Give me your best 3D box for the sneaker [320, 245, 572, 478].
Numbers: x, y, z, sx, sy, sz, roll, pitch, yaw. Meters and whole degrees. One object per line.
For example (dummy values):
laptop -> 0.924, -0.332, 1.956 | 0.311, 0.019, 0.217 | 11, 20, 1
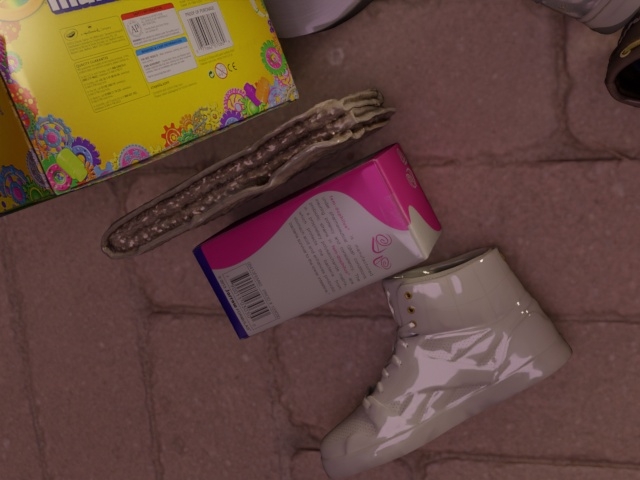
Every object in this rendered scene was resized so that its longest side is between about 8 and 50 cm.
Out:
sneaker -> 0.093, 0.120, 0.943 | 0.293, 0.108, 0.169 | -33, 93, 12

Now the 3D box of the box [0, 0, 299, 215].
box -> -0.233, -0.138, 0.813 | 0.279, 0.290, 0.177 | -13, 103, 42

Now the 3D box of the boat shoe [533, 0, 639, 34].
boat shoe -> 0.274, -0.327, 0.725 | 0.103, 0.118, 0.320 | 19, 126, -9

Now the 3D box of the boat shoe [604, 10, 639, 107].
boat shoe -> 0.391, -0.151, 0.706 | 0.324, 0.096, 0.116 | 8, 141, 39

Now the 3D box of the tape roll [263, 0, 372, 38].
tape roll -> -0.031, -0.309, 0.865 | 0.219, 0.072, 0.219 | 5, 108, 16

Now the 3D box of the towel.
towel -> -0.065, -0.066, 0.885 | 0.282, 0.187, 0.049 | -27, 93, 22

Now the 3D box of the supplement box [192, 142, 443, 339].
supplement box -> 0.000, 0.000, 0.925 | 0.220, 0.114, 0.111 | -24, 97, 23
